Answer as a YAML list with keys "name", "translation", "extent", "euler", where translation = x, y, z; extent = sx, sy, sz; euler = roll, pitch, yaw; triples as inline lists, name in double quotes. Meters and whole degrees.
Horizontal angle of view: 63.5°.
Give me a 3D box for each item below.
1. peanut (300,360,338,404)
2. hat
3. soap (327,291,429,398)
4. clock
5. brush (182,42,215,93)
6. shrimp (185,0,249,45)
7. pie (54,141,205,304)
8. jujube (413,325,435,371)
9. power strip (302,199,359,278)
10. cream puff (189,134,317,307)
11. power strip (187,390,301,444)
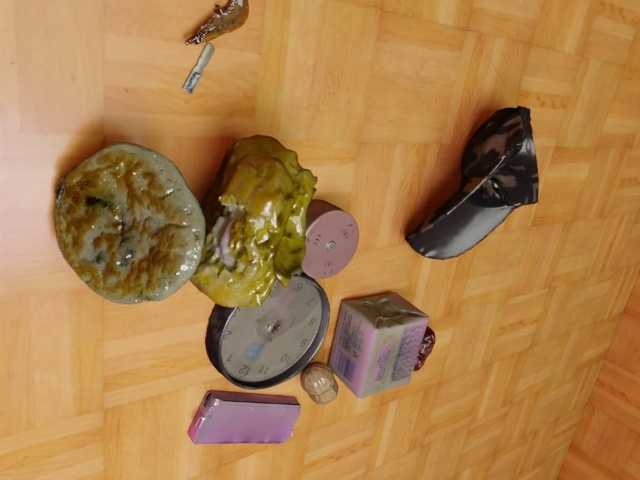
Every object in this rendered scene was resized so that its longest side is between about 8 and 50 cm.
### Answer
- name: "peanut"
  translation: [-0.001, 0.327, 1.181]
  extent: [0.082, 0.082, 0.187]
  euler: [-42, 150, -14]
- name: "hat"
  translation: [0.359, -0.141, 1.241]
  extent: [0.382, 0.257, 0.366]
  euler: [-22, 151, 15]
- name: "soap"
  translation: [0.137, 0.243, 1.232]
  extent: [0.182, 0.138, 0.199]
  euler: [-4, 114, -36]
- name: "clock"
  translation: [-0.101, 0.183, 1.071]
  extent: [0.281, 0.055, 0.280]
  euler: [-17, 121, -32]
- name: "brush"
  translation: [-0.188, -0.268, 0.806]
  extent: [0.016, 0.013, 0.083]
  euler: [28, 91, -41]
- name: "shrimp"
  translation: [-0.164, -0.345, 0.778]
  extent: [0.127, 0.025, 0.091]
  euler: [-47, 132, -16]
- name: "pie"
  translation: [-0.273, -0.022, 0.732]
  extent: [0.054, 0.241, 0.240]
  euler: [-26, 136, -74]
- name: "jujube"
  translation: [0.260, 0.289, 1.396]
  extent: [0.077, 0.077, 0.129]
  euler: [31, 89, -43]
- name: "power strip"
  translation: [0.000, 0.000, 1.044]
  extent: [0.154, 0.078, 0.154]
  euler: [-18, 121, -32]
- name: "cream puff"
  translation: [-0.097, -0.022, 0.822]
  extent: [0.185, 0.282, 0.281]
  euler: [23, 97, -23]
- name: "power strip"
  translation: [-0.159, 0.394, 1.142]
  extent: [0.279, 0.037, 0.109]
  euler: [20, 98, -42]
